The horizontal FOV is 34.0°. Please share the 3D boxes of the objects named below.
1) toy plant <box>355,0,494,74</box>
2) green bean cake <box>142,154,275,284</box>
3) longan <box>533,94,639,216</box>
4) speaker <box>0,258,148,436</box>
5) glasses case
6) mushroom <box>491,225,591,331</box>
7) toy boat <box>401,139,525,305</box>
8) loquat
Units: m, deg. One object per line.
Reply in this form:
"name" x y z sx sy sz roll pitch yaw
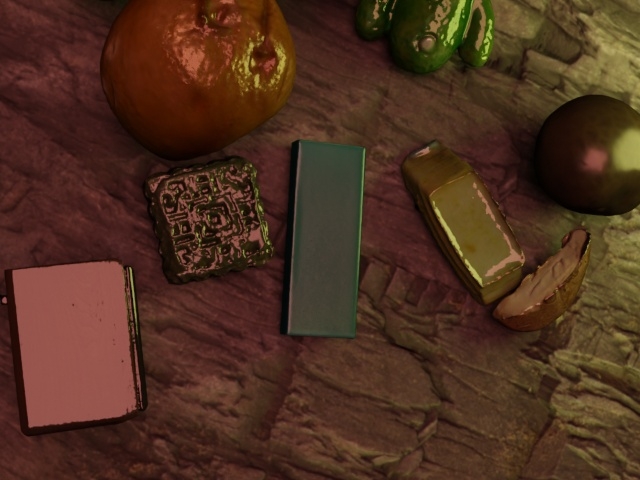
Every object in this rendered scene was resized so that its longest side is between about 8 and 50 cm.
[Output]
"toy plant" 0.210 -0.410 1.659 0.224 0.184 0.316 32 97 -3
"green bean cake" -0.169 -0.032 1.580 0.173 0.094 0.182 -11 90 -13
"longan" 0.434 -0.133 1.663 0.212 0.198 0.198 -13 90 -25
"speaker" -0.353 0.148 1.504 0.192 0.153 0.231 -7 89 -12
"glasses case" 0.001 0.000 1.631 0.117 0.070 0.301 5 84 -17
"mushroom" 0.372 0.076 1.690 0.210 0.094 0.072 -43 51 -8
"toy boat" 0.232 -0.029 1.668 0.111 0.084 0.276 -30 94 -9
"loquat" -0.179 -0.254 1.495 0.275 0.284 0.276 2 84 -22
